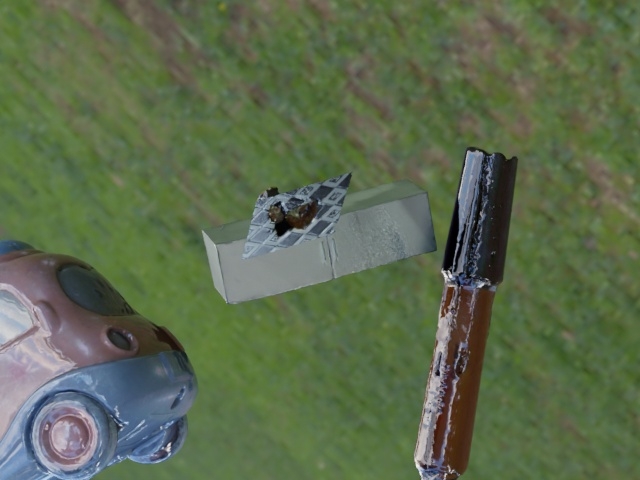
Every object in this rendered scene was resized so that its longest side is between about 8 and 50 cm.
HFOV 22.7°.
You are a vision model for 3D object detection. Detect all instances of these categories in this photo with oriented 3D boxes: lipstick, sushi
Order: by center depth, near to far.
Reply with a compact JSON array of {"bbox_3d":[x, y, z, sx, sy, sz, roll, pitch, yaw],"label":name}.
[{"bbox_3d":[-0.032,-0.036,1.816,0.026,0.126,0.120,60,153,28],"label":"sushi"},{"bbox_3d":[0.173,0.096,1.922,0.077,0.418,0.077,9,-179,0],"label":"lipstick"}]

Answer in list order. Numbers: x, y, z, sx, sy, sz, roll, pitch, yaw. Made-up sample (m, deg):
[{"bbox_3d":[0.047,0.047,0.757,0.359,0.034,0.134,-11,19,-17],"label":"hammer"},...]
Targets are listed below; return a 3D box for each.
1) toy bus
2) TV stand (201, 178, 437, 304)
[{"bbox_3d":[-0.269,0.127,1.387,0.232,0.294,0.197,60,-167,11],"label":"toy bus"},{"bbox_3d":[0.000,0.000,1.950,0.088,0.269,0.083,-139,35,-71],"label":"TV stand"}]
